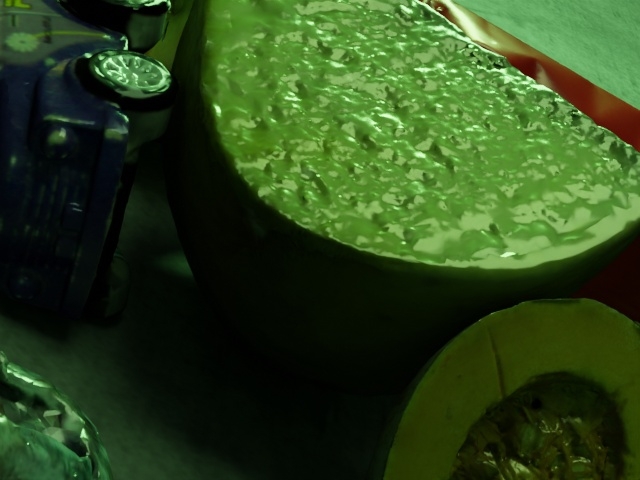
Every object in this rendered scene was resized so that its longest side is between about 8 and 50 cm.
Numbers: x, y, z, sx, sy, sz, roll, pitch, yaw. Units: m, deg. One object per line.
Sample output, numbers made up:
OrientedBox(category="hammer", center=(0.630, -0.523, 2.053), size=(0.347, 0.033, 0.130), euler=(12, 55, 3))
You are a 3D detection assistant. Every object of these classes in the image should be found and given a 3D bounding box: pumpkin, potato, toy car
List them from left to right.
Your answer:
OrientedBox(category="toy car", center=(-0.182, -0.068, 1.086), size=(0.158, 0.172, 0.235), euler=(8, 32, -16))
OrientedBox(category="potato", center=(0.000, 0.000, 1.108), size=(0.330, 0.280, 0.212), euler=(40, 55, 20))
OrientedBox(category="pumpkin", center=(0.099, 0.129, 1.022), size=(0.217, 0.217, 0.110), euler=(19, -2, -31))

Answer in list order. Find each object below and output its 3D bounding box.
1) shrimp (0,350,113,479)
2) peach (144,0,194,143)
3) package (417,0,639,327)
OrientedBox(category="shrimp", center=(-0.214, 0.069, 0.727), size=(0.137, 0.172, 0.372), euler=(52, 21, 27))
OrientedBox(category="peach", center=(-0.097, -0.182, 1.346), size=(0.232, 0.232, 0.257), euler=(33, 7, 0))
OrientedBox(category="package", center=(0.183, -0.008, 1.303), size=(0.423, 0.196, 0.123), euler=(29, 47, -13))
